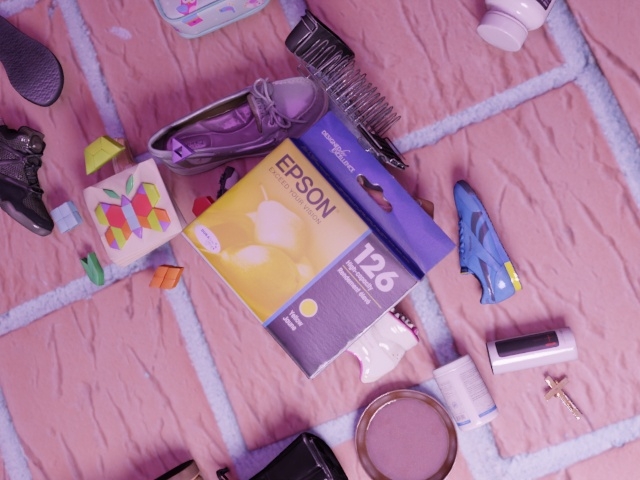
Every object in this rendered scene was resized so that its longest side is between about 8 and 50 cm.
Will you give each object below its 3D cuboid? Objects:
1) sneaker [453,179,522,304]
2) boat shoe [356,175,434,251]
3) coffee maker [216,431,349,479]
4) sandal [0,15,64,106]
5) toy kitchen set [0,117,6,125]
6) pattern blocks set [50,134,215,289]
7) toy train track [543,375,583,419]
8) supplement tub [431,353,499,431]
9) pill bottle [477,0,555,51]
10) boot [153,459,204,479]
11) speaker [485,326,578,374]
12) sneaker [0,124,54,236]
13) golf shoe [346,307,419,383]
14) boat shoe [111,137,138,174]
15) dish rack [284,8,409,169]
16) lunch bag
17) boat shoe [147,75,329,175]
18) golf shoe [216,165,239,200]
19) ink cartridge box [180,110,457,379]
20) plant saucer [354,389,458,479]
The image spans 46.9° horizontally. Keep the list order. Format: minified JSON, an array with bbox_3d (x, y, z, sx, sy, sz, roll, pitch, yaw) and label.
[{"bbox_3d":[0.251,0.004,1.207,0.082,0.069,0.209,-25,80,10],"label":"sneaker"},{"bbox_3d":[0.036,-0.064,1.234,0.324,0.123,0.116,19,84,2],"label":"boat shoe"},{"bbox_3d":[-0.061,0.393,1.193,0.178,0.120,0.171,-41,78,3],"label":"coffee maker"},{"bbox_3d":[-0.564,-0.346,1.405,0.097,0.054,0.254,-43,69,-4],"label":"sandal"},{"bbox_3d":[-0.630,-0.224,1.409,0.068,0.075,0.083,-20,120,-1],"label":"toy kitchen set"},{"bbox_3d":[-0.320,-0.047,1.274,0.325,0.026,0.285,-37,87,25],"label":"pattern blocks set"},{"bbox_3d":[0.388,0.252,1.183,0.048,0.014,0.083,-39,84,-3],"label":"toy train track"},{"bbox_3d":[0.232,0.243,1.182,0.071,0.071,0.107,-26,80,6],"label":"supplement tub"},{"bbox_3d":[0.338,-0.416,1.217,0.108,0.108,0.193,28,89,12],"label":"pill bottle"},{"bbox_3d":[-0.320,0.494,1.240,0.305,0.112,0.115,-29,90,4],"label":"boot"},{"bbox_3d":[0.337,0.176,1.179,0.136,0.055,0.055,-12,82,9],"label":"speaker"},{"bbox_3d":[-0.540,-0.121,1.351,0.130,0.087,0.227,-38,80,2],"label":"sneaker"},{"bbox_3d":[0.010,0.111,1.218,0.306,0.115,0.140,37,94,13],"label":"golf shoe"},{"bbox_3d":[-0.330,-0.108,1.329,0.059,0.063,0.170,-15,91,6],"label":"boat shoe"},{"bbox_3d":[0.061,-0.233,1.203,0.074,0.208,0.271,-40,79,16],"label":"dish rack"},{"bbox_3d":[-0.222,-0.520,1.328,0.224,0.108,0.279,-22,79,12],"label":"lunch bag"},{"bbox_3d":[-0.141,-0.203,1.281,0.320,0.103,0.118,-17,81,8],"label":"boat shoe"},{"bbox_3d":[-0.137,-0.031,1.286,0.093,0.077,0.198,-1,86,-7],"label":"golf shoe"},{"bbox_3d":[0.000,0.000,1.136,0.307,0.072,0.303,-43,84,0],"label":"ink cartridge box"},{"bbox_3d":[0.141,0.328,1.210,0.168,0.029,0.168,-1,84,9],"label":"plant saucer"}]
